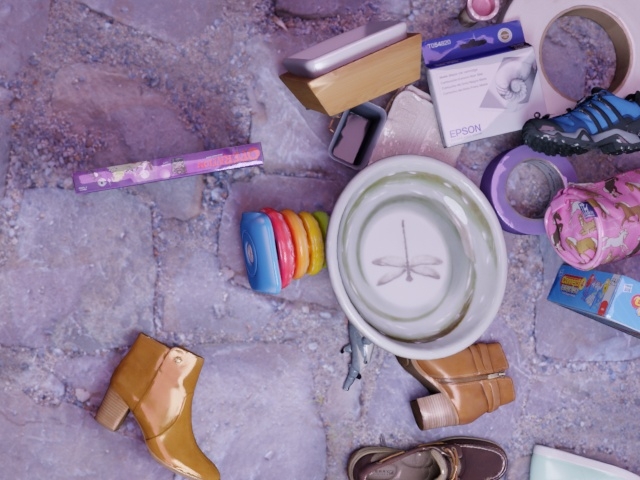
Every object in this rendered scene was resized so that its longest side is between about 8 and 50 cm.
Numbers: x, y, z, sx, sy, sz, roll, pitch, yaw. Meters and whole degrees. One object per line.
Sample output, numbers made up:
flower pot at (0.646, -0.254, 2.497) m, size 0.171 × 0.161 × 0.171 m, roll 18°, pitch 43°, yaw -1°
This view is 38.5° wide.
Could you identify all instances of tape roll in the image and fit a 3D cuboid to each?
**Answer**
tape roll at (0.435, -0.105, 1.916) m, size 0.188 × 0.080 × 0.189 m, roll 0°, pitch 91°, yaw -8°
tape roll at (0.548, -0.389, 1.936) m, size 0.391 × 0.072 × 0.392 m, roll 0°, pitch 89°, yaw -7°

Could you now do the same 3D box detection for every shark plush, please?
shark plush at (0.074, 0.229, 1.897) m, size 0.067 × 0.073 × 0.161 m, roll 15°, pitch 109°, yaw 12°

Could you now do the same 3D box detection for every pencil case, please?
pencil case at (0.648, -0.070, 1.864) m, size 0.386 × 0.160 × 0.167 m, roll -17°, pitch 127°, yaw -24°

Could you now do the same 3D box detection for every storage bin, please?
storage bin at (0.062, -0.214, 1.862) m, size 0.098 × 0.091 × 0.135 m, roll 23°, pitch 86°, yaw -7°

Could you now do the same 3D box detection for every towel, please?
towel at (0.187, -0.163, 1.883) m, size 0.187 × 0.049 × 0.282 m, roll 23°, pitch 87°, yaw -19°

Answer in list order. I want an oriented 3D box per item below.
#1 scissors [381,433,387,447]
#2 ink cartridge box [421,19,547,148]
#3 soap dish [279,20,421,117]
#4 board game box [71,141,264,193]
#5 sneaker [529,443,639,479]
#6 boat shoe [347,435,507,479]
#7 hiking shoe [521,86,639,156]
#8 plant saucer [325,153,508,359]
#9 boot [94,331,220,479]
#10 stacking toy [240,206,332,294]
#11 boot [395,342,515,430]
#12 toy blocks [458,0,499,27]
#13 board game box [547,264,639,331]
scissors at (0.170, 0.553, 1.913) m, size 0.109 × 0.021 × 0.297 m, roll 2°, pitch 88°, yaw -6°
ink cartridge box at (0.331, -0.319, 1.852) m, size 0.223 × 0.045 × 0.224 m, roll -14°, pitch 93°, yaw -4°
soap dish at (0.056, -0.332, 1.770) m, size 0.228 × 0.291 × 0.118 m, roll -24°, pitch 107°, yaw -7°
board game box at (-0.287, -0.138, 1.758) m, size 0.346 × 0.208 × 0.056 m, roll -10°, pitch 91°, yaw -7°
sneaker at (0.556, 0.532, 1.921) m, size 0.255 × 0.094 × 0.151 m, roll 14°, pitch 82°, yaw 3°
boat shoe at (0.232, 0.467, 1.857) m, size 0.341 × 0.123 × 0.123 m, roll 2°, pitch 86°, yaw -13°
hiking shoe at (0.531, -0.241, 1.843) m, size 0.304 × 0.113 × 0.132 m, roll -2°, pitch 84°, yaw -24°
plant saucer at (0.176, 0.034, 1.798) m, size 0.400 × 0.100 × 0.401 m, roll 5°, pitch 79°, yaw -24°
boot at (-0.279, 0.329, 1.810) m, size 0.295 × 0.104 × 0.211 m, roll 32°, pitch 86°, yaw -2°
stacking toy at (0.000, 0.000, 1.836) m, size 0.301 × 0.175 × 0.166 m, roll -10°, pitch 94°, yaw -19°
boot at (0.276, 0.235, 1.886) m, size 0.220 × 0.109 × 0.284 m, roll -14°, pitch 81°, yaw -15°
toy blocks at (0.347, -0.635, 1.815) m, size 0.309 × 0.260 × 0.289 m, roll -41°, pitch 94°, yaw -6°
board game box at (0.655, 0.152, 1.831) m, size 0.308 × 0.302 × 0.086 m, roll 23°, pitch 89°, yaw -7°
